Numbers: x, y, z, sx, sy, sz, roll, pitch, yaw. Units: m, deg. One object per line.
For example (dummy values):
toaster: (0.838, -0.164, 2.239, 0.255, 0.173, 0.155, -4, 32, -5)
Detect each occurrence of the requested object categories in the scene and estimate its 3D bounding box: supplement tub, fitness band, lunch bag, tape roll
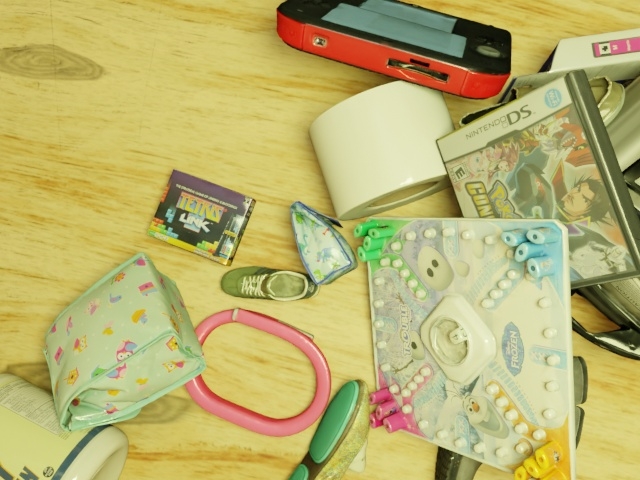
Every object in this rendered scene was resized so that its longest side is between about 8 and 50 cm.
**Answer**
supplement tub: (-0.540, 0.382, 1.117, 0.325, 0.235, 0.235, 24, 88, 7)
fitness band: (-0.120, 0.247, 1.181, 0.291, 0.054, 0.209, 20, 88, 8)
lunch bag: (-0.365, 0.190, 1.120, 0.262, 0.160, 0.223, -34, 49, -1)
tape roll: (0.118, -0.153, 1.097, 0.246, 0.246, 0.169, -19, 84, 3)
lunch bag: (0.000, 0.000, 1.152, 0.096, 0.129, 0.151, -33, 81, 4)

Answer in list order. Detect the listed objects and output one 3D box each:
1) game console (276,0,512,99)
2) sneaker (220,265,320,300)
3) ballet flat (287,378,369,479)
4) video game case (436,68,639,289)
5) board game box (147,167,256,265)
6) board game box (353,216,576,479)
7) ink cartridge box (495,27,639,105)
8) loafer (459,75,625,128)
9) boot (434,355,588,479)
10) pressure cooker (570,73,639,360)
game console: (0.140, -0.367, 1.091, 0.387, 0.342, 0.060, 18, 127, 6)
sneaker: (-0.099, 0.079, 1.176, 0.192, 0.086, 0.064, 3, 86, 6)
ballet flat: (0.015, 0.417, 1.135, 0.123, 0.123, 0.348, 31, 88, 7)
video game case: (0.301, -0.060, 0.885, 0.035, 0.248, 0.274, -17, 87, -36)
board game box: (-0.229, -0.044, 1.218, 0.170, 0.048, 0.141, 20, 89, 6)
board game box: (0.205, 0.160, 0.993, 0.050, 0.390, 0.389, -10, 99, -38)
ink cartridge box: (0.506, -0.307, 1.107, 0.371, 0.176, 0.069, -9, 84, 5)
loafer: (0.322, -0.187, 0.946, 0.251, 0.087, 0.094, -20, 39, 28)
boot: (0.340, 0.346, 1.105, 0.223, 0.118, 0.338, 17, 91, 1)
pressure cooker: (0.522, -0.030, 0.992, 0.420, 0.370, 0.375, -41, 128, 1)
